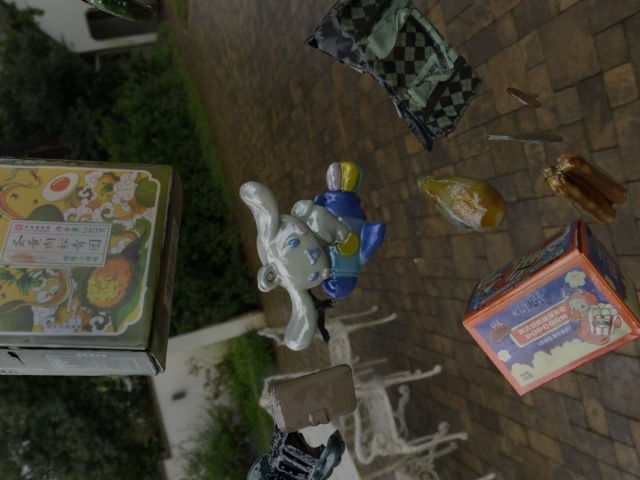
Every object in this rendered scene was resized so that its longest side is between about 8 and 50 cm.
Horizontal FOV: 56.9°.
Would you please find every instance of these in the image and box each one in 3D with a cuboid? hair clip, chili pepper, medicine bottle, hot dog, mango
[{"bbox_3d":[-0.066,0.509,1.191,0.195,0.310,0.206,27,164,9],"label":"hair clip"},{"bbox_3d":[-0.482,-0.533,1.225,0.085,0.359,0.076,20,92,29],"label":"chili pepper"},{"bbox_3d":[-0.183,0.132,1.963,0.089,0.052,0.052,-113,13,-71],"label":"medicine bottle"},{"bbox_3d":[0.725,-0.150,1.636,0.135,0.337,0.100,-62,34,11],"label":"hot dog"},{"bbox_3d":[0.428,-0.122,1.819,0.316,0.146,0.193,27,162,40],"label":"mango"}]

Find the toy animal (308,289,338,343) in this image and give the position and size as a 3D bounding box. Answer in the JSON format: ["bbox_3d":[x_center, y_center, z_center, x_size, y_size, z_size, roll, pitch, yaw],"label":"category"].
[{"bbox_3d":[-0.001,0.197,1.764,0.220,0.108,0.062,65,154,6],"label":"toy animal"}]

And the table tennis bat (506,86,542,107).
[{"bbox_3d":[0.487,-0.338,1.393,0.087,0.156,0.013,37,122,19],"label":"table tennis bat"}]

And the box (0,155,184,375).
[{"bbox_3d":[-0.468,0.040,1.041,0.138,0.420,0.372,103,168,-59],"label":"box"}]

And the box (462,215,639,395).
[{"bbox_3d":[0.599,0.158,1.540,0.349,0.318,0.257,-39,89,30],"label":"box"}]

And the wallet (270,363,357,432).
[{"bbox_3d":[-0.011,0.288,1.076,0.039,0.153,0.118,-130,30,-60],"label":"wallet"}]

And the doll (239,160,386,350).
[{"bbox_3d":[0.007,0.003,1.319,0.187,0.366,0.376,26,133,36],"label":"doll"}]

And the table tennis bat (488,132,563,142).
[{"bbox_3d":[0.680,-0.342,1.964,0.131,0.235,0.022,-46,-42,-62],"label":"table tennis bat"}]

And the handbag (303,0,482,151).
[{"bbox_3d":[0.192,-0.433,1.435,0.416,0.316,0.180,41,136,-14],"label":"handbag"}]
